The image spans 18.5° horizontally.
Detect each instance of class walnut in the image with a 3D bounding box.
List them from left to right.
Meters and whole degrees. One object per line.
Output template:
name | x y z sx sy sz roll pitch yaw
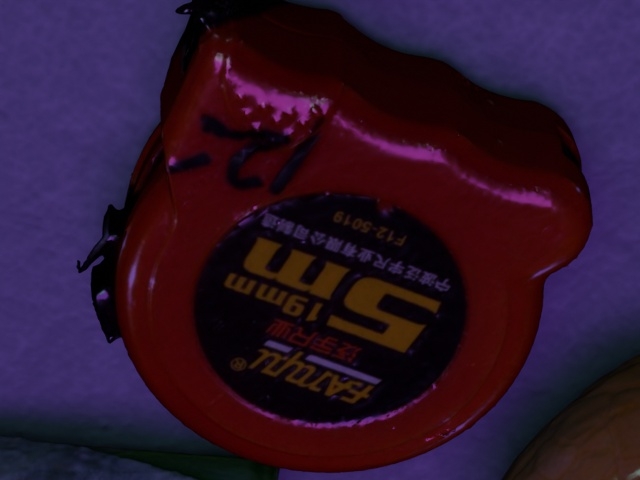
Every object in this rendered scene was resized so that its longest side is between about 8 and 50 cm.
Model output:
walnut | 0.186 0.156 1.121 0.207 0.159 0.159 -41 111 13

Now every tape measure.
tape measure | 0.001 0.000 1.059 0.253 0.114 0.260 22 119 -12

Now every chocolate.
chocolate | -0.173 0.163 1.151 0.291 0.110 0.110 7 117 -2
